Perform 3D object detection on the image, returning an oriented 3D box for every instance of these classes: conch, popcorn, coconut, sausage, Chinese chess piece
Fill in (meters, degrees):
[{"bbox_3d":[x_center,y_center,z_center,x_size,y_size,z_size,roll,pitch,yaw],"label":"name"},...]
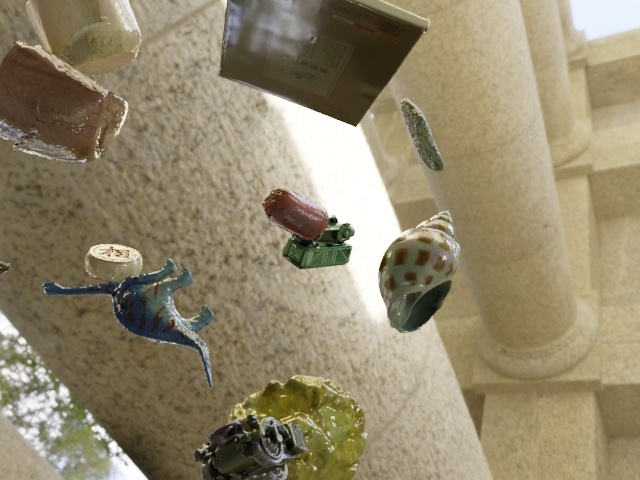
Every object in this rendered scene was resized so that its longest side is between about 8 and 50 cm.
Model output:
[{"bbox_3d":[0.293,0.079,1.922,0.368,0.249,0.197,-41,-142,-6],"label":"conch"},{"bbox_3d":[-0.039,0.483,1.604,0.334,0.294,0.292,-20,-119,-22],"label":"popcorn"},{"bbox_3d":[-0.552,-0.521,1.546,0.239,0.245,0.239,-20,-173,2],"label":"coconut"},{"bbox_3d":[-0.045,-0.049,1.281,0.076,0.141,0.076,-39,-145,36],"label":"sausage"},{"bbox_3d":[-0.458,0.049,1.476,0.122,0.051,0.122,12,-162,-4],"label":"Chinese chess piece"}]

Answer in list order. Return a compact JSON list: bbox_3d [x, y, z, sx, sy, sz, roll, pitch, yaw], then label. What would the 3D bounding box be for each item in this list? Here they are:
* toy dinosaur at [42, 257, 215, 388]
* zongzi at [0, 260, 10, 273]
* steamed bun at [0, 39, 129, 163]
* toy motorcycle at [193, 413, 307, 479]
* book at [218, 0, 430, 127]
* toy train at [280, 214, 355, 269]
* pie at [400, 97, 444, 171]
[{"bbox_3d":[-0.230,0.085,0.926,0.329,0.076,0.144,23,-135,25],"label":"toy dinosaur"},{"bbox_3d":[-0.471,0.055,0.890,0.083,0.067,0.074,-18,-118,28],"label":"zongzi"},{"bbox_3d":[-0.529,-0.251,1.313,0.199,0.251,0.301,-58,-164,-1],"label":"steamed bun"},{"bbox_3d":[-0.121,0.402,1.287,0.205,0.275,0.127,-37,-117,22],"label":"toy motorcycle"},{"bbox_3d":[-0.016,-0.234,0.825,0.310,0.216,0.021,141,-33,-76],"label":"book"},{"bbox_3d":[0.000,0.000,2.095,0.115,0.155,0.269,33,-156,35],"label":"toy train"},{"bbox_3d":[0.231,-0.239,1.523,0.041,0.187,0.187,-26,-149,8],"label":"pie"}]
